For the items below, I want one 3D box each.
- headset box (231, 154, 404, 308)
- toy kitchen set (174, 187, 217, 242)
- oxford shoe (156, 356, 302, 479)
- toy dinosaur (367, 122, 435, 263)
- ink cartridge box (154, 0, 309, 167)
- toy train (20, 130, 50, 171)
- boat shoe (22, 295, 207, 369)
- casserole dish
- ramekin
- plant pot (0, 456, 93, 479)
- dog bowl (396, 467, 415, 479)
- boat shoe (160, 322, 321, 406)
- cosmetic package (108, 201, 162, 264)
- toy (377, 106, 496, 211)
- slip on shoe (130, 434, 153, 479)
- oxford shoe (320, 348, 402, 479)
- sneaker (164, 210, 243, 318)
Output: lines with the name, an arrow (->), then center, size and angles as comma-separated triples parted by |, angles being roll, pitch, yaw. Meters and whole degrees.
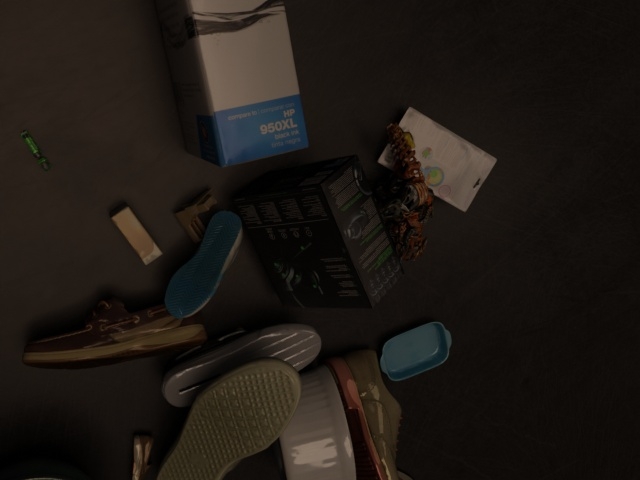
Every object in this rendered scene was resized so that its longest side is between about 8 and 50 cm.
headset box -> 0.000, 0.000, 1.366 | 0.131, 0.246, 0.283 | -42, 115, -41
toy kitchen set -> -0.225, -0.053, 1.383 | 0.075, 0.083, 0.068 | 59, 37, -21
oxford shoe -> -0.182, 0.363, 1.374 | 0.169, 0.130, 0.449 | 38, 121, 1
toy dinosaur -> 0.151, -0.088, 1.479 | 0.218, 0.164, 0.322 | -22, 105, -23
ink cartridge box -> -0.171, -0.348, 1.215 | 0.166, 0.285, 0.395 | -16, 107, -19
toy train -> -0.517, -0.162, 1.267 | 0.017, 0.023, 0.083 | -32, 111, -11
boat shoe -> -0.397, 0.170, 1.353 | 0.341, 0.123, 0.123 | -8, 75, -16
casserole dish -> 0.218, 0.254, 1.635 | 0.188, 0.037, 0.114 | -19, 108, -15
ramekin -> -0.028, 0.407, 1.453 | 0.135, 0.277, 0.277 | -10, 105, -11
plant pot -> -0.542, 0.533, 1.319 | 0.293, 0.196, 0.293 | -5, 104, -20
dog bowl -> 0.112, 0.750, 1.645 | 0.407, 0.150, 0.408 | -5, 104, -19
boat shoe -> -0.169, 0.229, 1.434 | 0.335, 0.119, 0.121 | -15, 117, -12
cosmetic package -> -0.356, -0.014, 1.343 | 0.041, 0.060, 0.115 | -36, 110, -10
toy -> 0.253, -0.180, 1.540 | 0.237, 0.056, 0.137 | 27, 100, -18
slip on shoe -> -0.372, 0.470, 1.452 | 0.041, 0.051, 0.135 | 3, 93, -19
oxford shoe -> 0.134, 0.428, 1.532 | 0.146, 0.140, 0.397 | -16, 84, -26
sneaker -> -0.220, 0.056, 1.372 | 0.087, 0.092, 0.229 | 30, 77, 9
